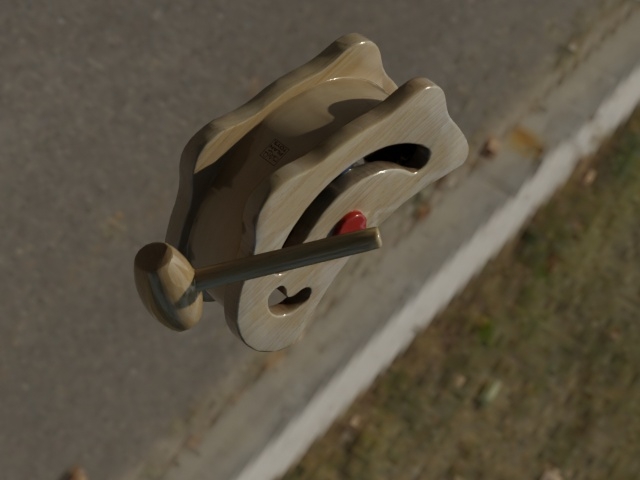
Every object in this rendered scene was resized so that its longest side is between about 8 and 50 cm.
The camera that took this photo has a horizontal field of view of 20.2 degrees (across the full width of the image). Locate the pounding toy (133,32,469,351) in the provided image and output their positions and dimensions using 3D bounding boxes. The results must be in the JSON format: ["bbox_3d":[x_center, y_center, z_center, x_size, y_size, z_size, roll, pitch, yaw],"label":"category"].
[{"bbox_3d":[0.000,0.000,1.168,0.269,0.155,0.154,-36,145,-25],"label":"pounding toy"}]
